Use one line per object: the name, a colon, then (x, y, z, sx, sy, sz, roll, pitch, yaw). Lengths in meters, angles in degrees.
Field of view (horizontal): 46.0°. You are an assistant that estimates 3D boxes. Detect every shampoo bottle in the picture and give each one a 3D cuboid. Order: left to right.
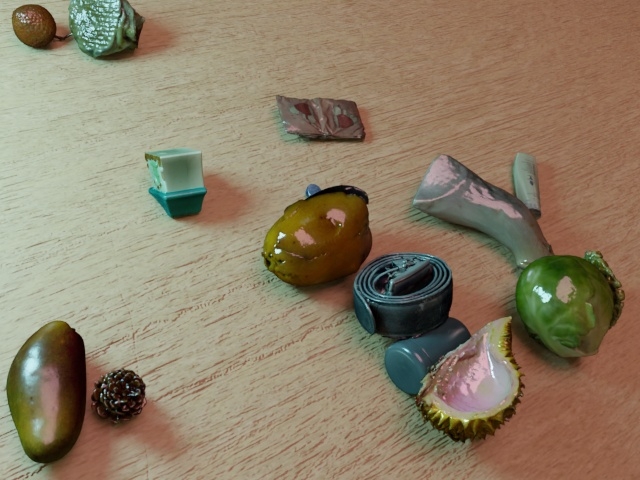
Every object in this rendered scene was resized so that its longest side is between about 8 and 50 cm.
shampoo bottle: (0.571, -0.150, 2.074, 0.072, 0.049, 0.212, 15, 51, -15)

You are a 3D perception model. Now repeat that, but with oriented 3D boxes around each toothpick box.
toothpick box: (0.236, 0.240, 1.607, 0.184, 0.120, 0.120, -24, 66, -36)

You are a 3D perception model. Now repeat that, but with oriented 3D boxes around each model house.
model house: (-0.320, -0.127, 1.674, 0.100, 0.148, 0.127, -14, 16, -26)

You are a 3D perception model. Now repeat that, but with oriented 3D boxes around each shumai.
shumai: (-0.534, -0.561, 1.907, 0.184, 0.184, 0.142, 34, 16, 7)

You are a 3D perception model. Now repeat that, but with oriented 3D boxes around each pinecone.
pinecone: (-0.363, 0.276, 1.357, 0.102, 0.109, 0.102, 5, 63, -10)

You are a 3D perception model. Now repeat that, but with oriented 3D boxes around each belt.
belt: (0.174, 0.113, 1.628, 0.207, 0.116, 0.267, 11, 29, 27)

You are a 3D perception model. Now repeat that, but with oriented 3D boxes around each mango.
mango: (-0.479, 0.264, 1.321, 0.133, 0.111, 0.267, 15, 48, -30)
mango: (0.000, 0.000, 1.672, 0.287, 0.152, 0.201, -22, 68, -29)

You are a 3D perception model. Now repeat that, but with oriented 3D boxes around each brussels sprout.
brussels sprout: (0.565, 0.150, 1.746, 0.244, 0.244, 0.244, 10, 52, -13)

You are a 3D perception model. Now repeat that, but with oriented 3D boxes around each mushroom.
mushroom: (0.428, -0.056, 1.903, 0.397, 0.126, 0.177, 28, 60, 1)

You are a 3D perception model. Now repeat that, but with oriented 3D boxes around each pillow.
pillow: (0.002, -0.320, 1.990, 0.248, 0.049, 0.135, -2, 56, -27)

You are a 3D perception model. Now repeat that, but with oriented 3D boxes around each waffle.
waffle: (0.678, 0.120, 1.837, 0.036, 0.169, 0.183, -11, 47, -8)

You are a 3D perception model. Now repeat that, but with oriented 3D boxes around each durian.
durian: (0.337, 0.321, 1.549, 0.186, 0.195, 0.305, 17, 41, 33)

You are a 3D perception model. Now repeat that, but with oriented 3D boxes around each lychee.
lychee: (-0.693, -0.521, 1.853, 0.114, 0.140, 0.101, -6, 57, 21)

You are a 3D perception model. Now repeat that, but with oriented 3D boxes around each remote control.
remote control: (0.011, -0.072, 1.820, 0.044, 0.027, 0.152, -15, 62, -36)
